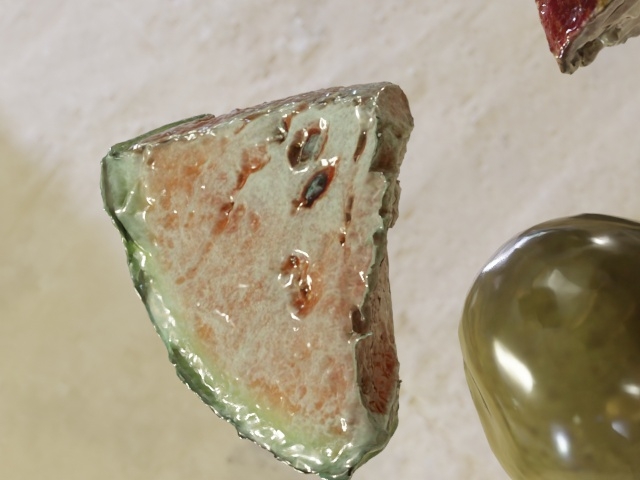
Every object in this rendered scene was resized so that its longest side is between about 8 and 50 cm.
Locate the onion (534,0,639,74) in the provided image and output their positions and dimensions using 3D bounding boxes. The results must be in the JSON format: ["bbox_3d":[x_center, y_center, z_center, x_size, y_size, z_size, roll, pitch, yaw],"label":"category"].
[{"bbox_3d":[0.341,-0.319,2.053,0.146,0.314,0.280,47,114,13],"label":"onion"}]

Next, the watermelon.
[{"bbox_3d":[0.000,0.000,0.782,0.139,0.071,0.187,-49,59,23],"label":"watermelon"}]

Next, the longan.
[{"bbox_3d":[0.218,0.092,1.502,0.246,0.246,0.215,-46,3,5],"label":"longan"}]
